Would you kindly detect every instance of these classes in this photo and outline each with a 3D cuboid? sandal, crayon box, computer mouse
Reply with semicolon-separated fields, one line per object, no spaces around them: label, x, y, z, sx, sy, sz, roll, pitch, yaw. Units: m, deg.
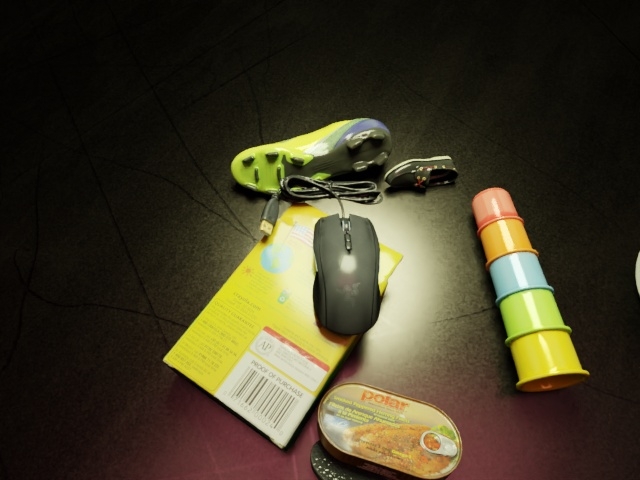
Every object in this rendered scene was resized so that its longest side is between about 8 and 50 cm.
sandal;0.057;0.319;0.597;0.179;0.040;0.067;27;32;28
crayon box;-0.041;0.109;0.700;0.202;0.081;0.318;31;66;15
computer mouse;0.000;0.000;0.678;0.184;0.060;0.261;6;58;0

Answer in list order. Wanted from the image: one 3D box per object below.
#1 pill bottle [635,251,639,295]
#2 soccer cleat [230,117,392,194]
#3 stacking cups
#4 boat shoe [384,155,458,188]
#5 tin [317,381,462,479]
pill bottle;0.638;0.051;0.687;0.284;0.160;0.160;-1;61;0
soccer cleat;-0.016;-0.154;0.857;0.290;0.093;0.121;-13;32;-2
stacking cups;0.304;0.064;0.731;0.096;0.096;0.315;-3;56;-2
boat shoe;0.180;-0.116;0.842;0.133;0.048;0.042;-11;54;-11
tin;0.088;0.253;0.628;0.190;0.040;0.106;16;44;8
